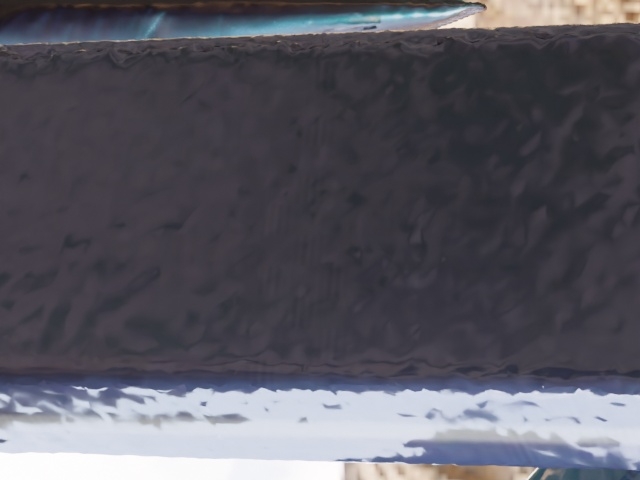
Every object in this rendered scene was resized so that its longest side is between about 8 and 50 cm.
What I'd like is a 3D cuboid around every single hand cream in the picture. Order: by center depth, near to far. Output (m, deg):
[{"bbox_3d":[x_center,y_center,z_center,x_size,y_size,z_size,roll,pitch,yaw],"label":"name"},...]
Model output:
[{"bbox_3d":[-0.079,-0.076,0.742,0.270,0.061,0.120,-1,172,-30],"label":"hand cream"}]

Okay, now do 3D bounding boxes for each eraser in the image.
[{"bbox_3d":[0.000,0.000,0.388,0.225,0.036,0.082,-1,-122,16],"label":"eraser"}]

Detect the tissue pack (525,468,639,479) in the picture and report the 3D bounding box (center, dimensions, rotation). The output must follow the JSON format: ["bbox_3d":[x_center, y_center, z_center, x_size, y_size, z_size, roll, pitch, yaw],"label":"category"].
[{"bbox_3d":[0.143,0.074,0.473,0.263,0.177,0.089,-51,-145,9],"label":"tissue pack"}]
